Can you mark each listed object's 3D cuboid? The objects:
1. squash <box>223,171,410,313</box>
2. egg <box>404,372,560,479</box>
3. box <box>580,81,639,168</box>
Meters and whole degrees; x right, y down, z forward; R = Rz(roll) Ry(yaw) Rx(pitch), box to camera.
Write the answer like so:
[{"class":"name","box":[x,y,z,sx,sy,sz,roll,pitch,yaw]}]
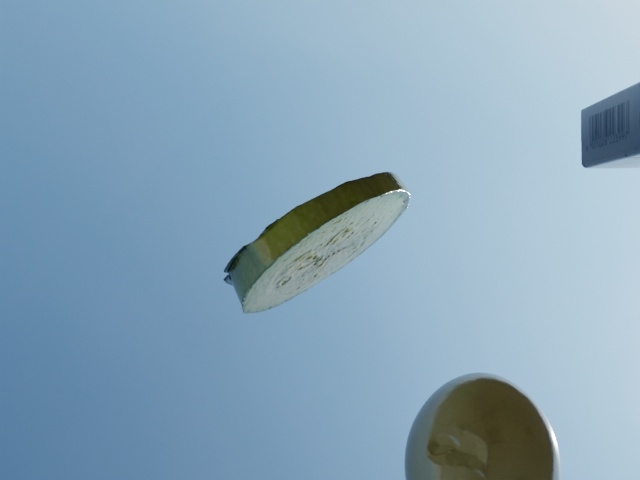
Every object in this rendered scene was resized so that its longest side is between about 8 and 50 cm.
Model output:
[{"class":"squash","box":[0.002,0.004,0.652,0.219,0.219,0.041,-21,-107,-37]},{"class":"egg","box":[0.230,0.325,0.885,0.219,0.219,0.269,15,-123,-4]},{"class":"box","box":[0.332,-0.102,0.495,0.150,0.066,0.233,-3,180,-1]}]
